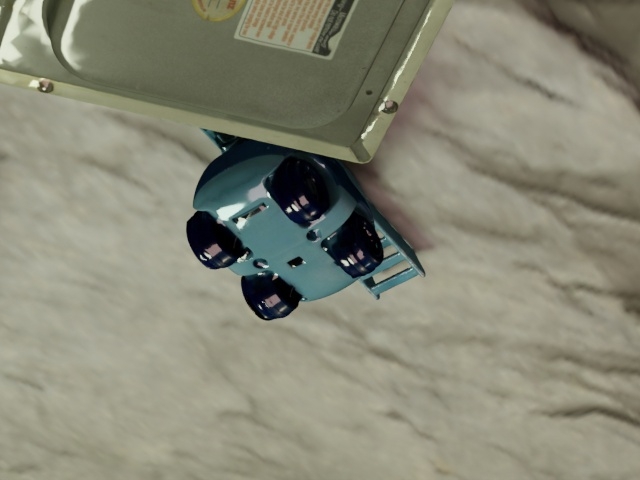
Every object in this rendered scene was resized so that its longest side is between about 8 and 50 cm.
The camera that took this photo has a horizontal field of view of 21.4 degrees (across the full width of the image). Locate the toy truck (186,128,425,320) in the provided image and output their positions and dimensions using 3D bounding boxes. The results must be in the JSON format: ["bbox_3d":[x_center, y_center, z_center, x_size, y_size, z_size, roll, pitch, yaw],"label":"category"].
[{"bbox_3d":[0.000,0.000,0.717,0.063,0.074,0.136,-26,130,21],"label":"toy truck"}]

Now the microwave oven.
[{"bbox_3d":[-0.012,-0.165,0.476,0.145,0.194,0.240,14,134,-15],"label":"microwave oven"}]
